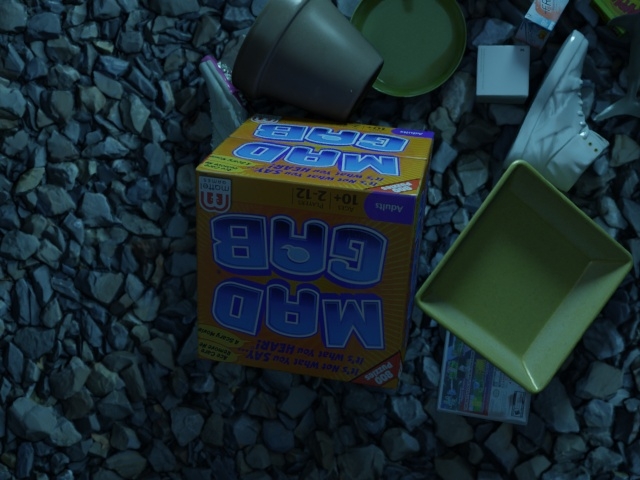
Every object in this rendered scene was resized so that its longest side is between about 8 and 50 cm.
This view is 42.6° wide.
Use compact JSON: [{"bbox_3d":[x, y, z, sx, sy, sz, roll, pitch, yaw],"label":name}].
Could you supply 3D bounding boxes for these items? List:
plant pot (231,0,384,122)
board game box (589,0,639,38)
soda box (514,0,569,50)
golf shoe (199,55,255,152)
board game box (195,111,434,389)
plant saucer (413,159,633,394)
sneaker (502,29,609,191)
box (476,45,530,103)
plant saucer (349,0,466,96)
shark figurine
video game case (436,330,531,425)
[{"bbox_3d":[-0.008,-0.350,1.596,0.229,0.263,0.263,33,96,2],"label":"plant pot"},{"bbox_3d":[0.625,-0.488,1.588,0.181,0.043,0.092,-39,85,8],"label":"board game box"},{"bbox_3d":[0.440,-0.453,1.571,0.058,0.063,0.183,29,65,7],"label":"soda box"},{"bbox_3d":[-0.187,-0.234,1.695,0.140,0.115,0.306,-31,85,12],"label":"golf shoe"},{"bbox_3d":[0.000,0.000,1.489,0.356,0.356,0.357,7,114,9],"label":"board game box"},{"bbox_3d":[0.377,0.069,1.561,0.333,0.081,0.333,37,88,-16],"label":"plant saucer"},{"bbox_3d":[0.489,-0.242,1.590,0.169,0.108,0.293,24,104,7],"label":"sneaker"},{"bbox_3d":[0.357,-0.325,1.612,0.102,0.087,0.101,3,91,9],"label":"box"},{"bbox_3d":[0.175,-0.409,1.668,0.241,0.037,0.241,0,90,10],"label":"plant saucer"},{"bbox_3d":[0.593,-0.370,1.556,0.116,0.166,0.278,14,134,7],"label":"shark figurine"},{"bbox_3d":[0.337,0.259,1.656,0.183,0.023,0.201,8,93,9],"label":"video game case"}]
